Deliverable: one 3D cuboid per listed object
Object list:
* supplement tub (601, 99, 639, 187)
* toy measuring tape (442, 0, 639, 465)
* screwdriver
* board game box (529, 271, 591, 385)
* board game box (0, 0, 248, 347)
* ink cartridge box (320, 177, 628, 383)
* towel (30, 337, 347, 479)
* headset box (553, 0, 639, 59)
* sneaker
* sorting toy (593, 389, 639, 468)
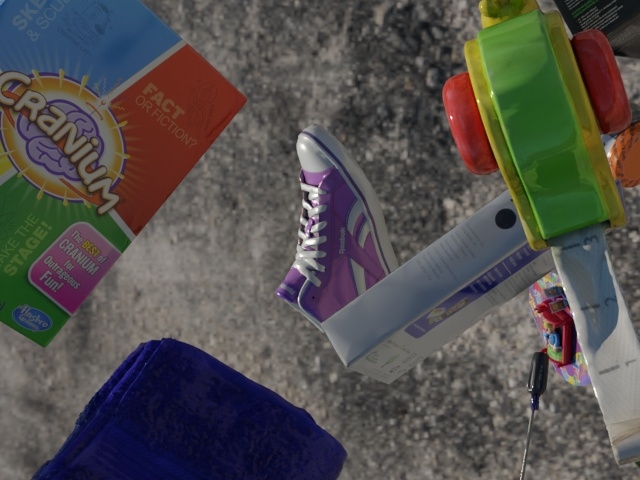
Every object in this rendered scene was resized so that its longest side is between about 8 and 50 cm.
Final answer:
[{"bbox_3d":[0.372,-0.154,1.389,0.190,0.117,0.117,43,127,46],"label":"supplement tub"},{"bbox_3d":[0.147,-0.034,0.620,0.121,0.121,0.330,-46,45,48],"label":"toy measuring tape"},{"bbox_3d":[0.256,0.218,1.215,0.024,0.025,0.170,4,88,58],"label":"screwdriver"},{"bbox_3d":[0.325,0.129,1.416,0.133,0.033,0.169,125,127,-69],"label":"board game box"},{"bbox_3d":[-0.256,-0.090,0.940,0.316,0.242,0.064,-51,35,-1],"label":"board game box"},{"bbox_3d":[0.170,0.032,1.080,0.332,0.165,0.065,-35,67,8],"label":"ink cartridge box"},{"bbox_3d":[-0.142,0.229,0.830,0.227,0.308,0.076,24,142,17],"label":"towel"},{"bbox_3d":[0.432,-0.327,1.155,0.246,0.283,0.131,-35,71,39],"label":"headset box"},{"bbox_3d":[0.001,0.000,1.313,0.102,0.161,0.282,22,138,63],"label":"sneaker"},{"bbox_3d":[0.263,0.154,0.883,0.042,0.061,0.102,-14,71,27],"label":"sorting toy"}]
